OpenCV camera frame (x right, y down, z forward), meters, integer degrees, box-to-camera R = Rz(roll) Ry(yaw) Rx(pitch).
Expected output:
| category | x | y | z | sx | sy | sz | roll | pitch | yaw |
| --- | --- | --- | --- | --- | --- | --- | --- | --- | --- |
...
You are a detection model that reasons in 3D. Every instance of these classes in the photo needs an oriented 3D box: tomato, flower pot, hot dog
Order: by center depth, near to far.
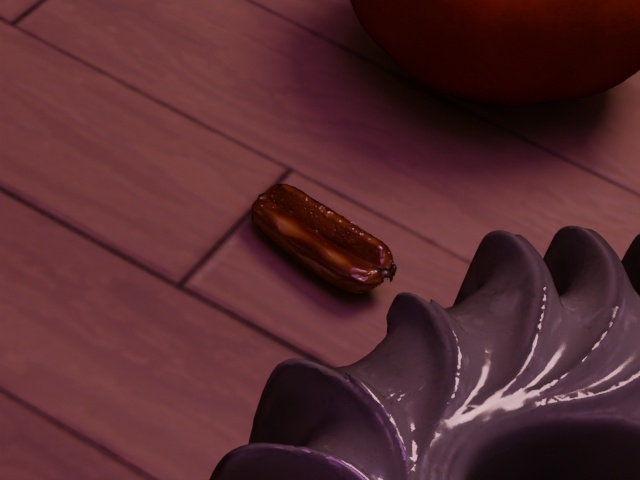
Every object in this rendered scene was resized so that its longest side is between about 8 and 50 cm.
| category | x | y | z | sx | sy | sz | roll | pitch | yaw |
| --- | --- | --- | --- | --- | --- | --- | --- | --- | --- |
| flower pot | 0.126 | 0.136 | 0.930 | 0.367 | 0.164 | 0.254 | -32 | 65 | -33 |
| hot dog | 0.000 | 0.000 | 1.126 | 0.122 | 0.037 | 0.049 | 35 | 62 | 28 |
| tomato | 0.147 | -0.204 | 1.245 | 0.260 | 0.180 | 0.260 | 4 | 49 | -5 |
